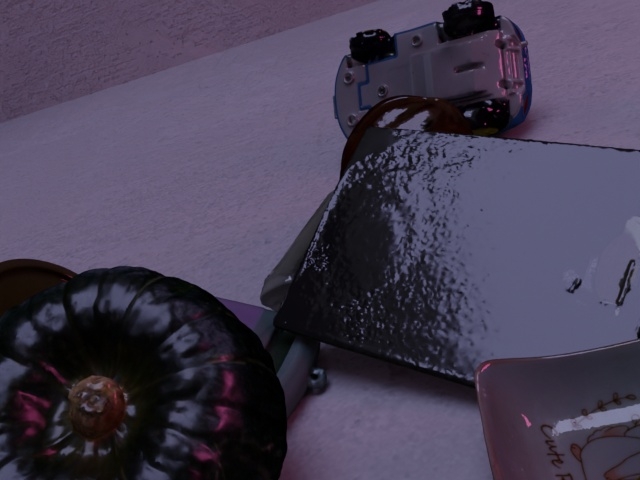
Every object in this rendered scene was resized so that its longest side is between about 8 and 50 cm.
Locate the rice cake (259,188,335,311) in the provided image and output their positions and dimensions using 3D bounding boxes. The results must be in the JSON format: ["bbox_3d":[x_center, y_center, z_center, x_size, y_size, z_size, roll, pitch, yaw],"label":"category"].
[{"bbox_3d":[0.000,0.000,0.911,0.057,0.052,0.256,-46,6,38],"label":"rice cake"}]

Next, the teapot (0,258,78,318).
[{"bbox_3d":[-0.308,0.148,0.735,0.175,0.185,0.268,-46,41,26],"label":"teapot"}]

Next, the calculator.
[{"bbox_3d":[-0.112,0.108,0.711,0.246,0.045,0.141,13,33,12],"label":"calculator"}]

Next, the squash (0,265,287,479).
[{"bbox_3d":[-0.151,0.145,0.549,0.252,0.165,0.252,-6,58,10],"label":"squash"}]

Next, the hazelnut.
[{"bbox_3d":[0.115,-0.073,0.825,0.178,0.178,0.204,-18,25,5],"label":"hazelnut"}]

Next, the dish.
[{"bbox_3d":[0.216,0.126,0.465,0.212,0.077,0.151,-16,24,11],"label":"dish"}]

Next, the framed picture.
[{"bbox_3d":[0.131,0.007,0.656,0.323,0.013,0.244,12,68,34],"label":"framed picture"}]

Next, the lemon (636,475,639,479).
[{"bbox_3d":[0.236,0.133,0.239,0.310,0.253,0.253,-31,25,-2],"label":"lemon"}]

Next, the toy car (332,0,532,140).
[{"bbox_3d":[0.171,-0.235,1.127,0.314,0.198,0.166,-9,-6,31],"label":"toy car"}]
